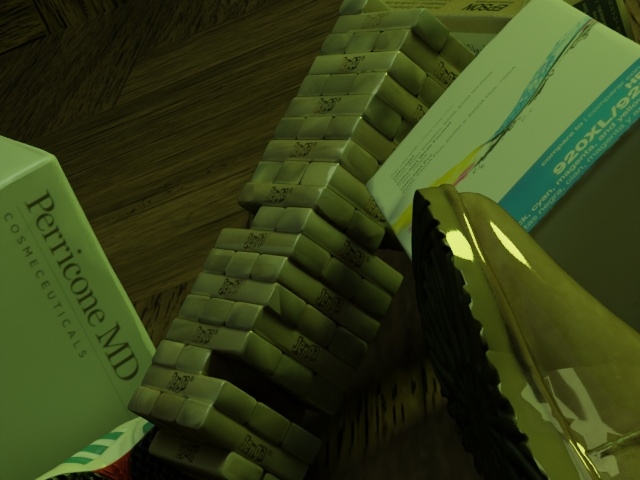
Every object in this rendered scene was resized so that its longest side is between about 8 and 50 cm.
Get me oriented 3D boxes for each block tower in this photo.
[{"bbox_3d":[0.000,0.000,0.976,0.097,0.091,0.335,6,65,52],"label":"block tower"}]

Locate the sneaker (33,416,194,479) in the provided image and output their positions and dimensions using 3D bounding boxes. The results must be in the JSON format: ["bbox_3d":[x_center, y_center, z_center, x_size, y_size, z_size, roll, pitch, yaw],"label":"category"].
[{"bbox_3d":[-0.142,0.162,1.020,0.161,0.057,0.075,-30,4,-9],"label":"sneaker"}]

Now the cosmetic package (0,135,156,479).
[{"bbox_3d":[-0.351,0.135,1.055,0.453,0.230,0.161,-33,23,-19],"label":"cosmetic package"}]

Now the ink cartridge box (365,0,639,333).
[{"bbox_3d":[0.156,-0.008,0.845,0.168,0.171,0.232,-48,20,8],"label":"ink cartridge box"}]

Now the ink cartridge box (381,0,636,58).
[{"bbox_3d":[0.140,-0.096,1.109,0.088,0.193,0.235,-29,20,-21],"label":"ink cartridge box"}]

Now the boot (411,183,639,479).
[{"bbox_3d":[0.195,0.051,0.662,0.269,0.089,0.236,-13,57,-13],"label":"boot"}]
